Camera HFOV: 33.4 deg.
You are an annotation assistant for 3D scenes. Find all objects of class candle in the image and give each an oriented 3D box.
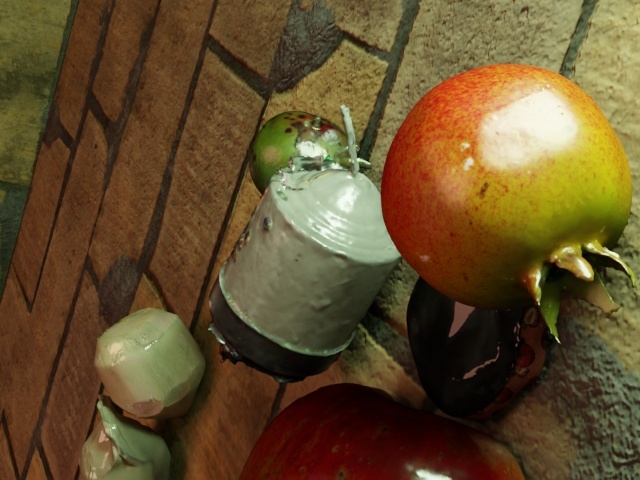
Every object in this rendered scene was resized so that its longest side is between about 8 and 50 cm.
[{"bbox_3d":[0.000,0.000,1.257,0.330,0.187,0.187,-60,34,30],"label":"candle"}]

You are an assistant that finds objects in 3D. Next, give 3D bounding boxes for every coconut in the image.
[{"bbox_3d":[-0.270,0.208,1.709,0.171,0.171,0.183,6,124,61],"label":"coconut"}]

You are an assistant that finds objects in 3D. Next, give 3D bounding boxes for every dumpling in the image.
[{"bbox_3d":[-0.324,0.352,1.760,0.193,0.147,0.258,-114,10,-46],"label":"dumpling"}]

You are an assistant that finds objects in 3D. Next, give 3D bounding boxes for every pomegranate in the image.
[{"bbox_3d":[0.172,-0.035,0.935,0.256,0.221,0.221,56,131,31],"label":"pomegranate"},{"bbox_3d":[-0.026,-0.082,1.387,0.148,0.148,0.169,32,119,60],"label":"pomegranate"}]

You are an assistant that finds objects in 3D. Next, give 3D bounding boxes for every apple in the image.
[{"bbox_3d":[0.042,0.331,1.103,0.329,0.295,0.364,-62,-11,-82],"label":"apple"}]

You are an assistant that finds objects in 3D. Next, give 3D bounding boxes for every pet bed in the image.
[{"bbox_3d":[0.156,0.085,1.085,0.201,0.053,0.201,-30,55,56],"label":"pet bed"}]

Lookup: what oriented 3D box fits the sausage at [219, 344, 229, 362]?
[{"bbox_3d":[-0.126,0.093,1.622,0.028,0.025,0.198,-47,-28,-84],"label":"sausage"}]
